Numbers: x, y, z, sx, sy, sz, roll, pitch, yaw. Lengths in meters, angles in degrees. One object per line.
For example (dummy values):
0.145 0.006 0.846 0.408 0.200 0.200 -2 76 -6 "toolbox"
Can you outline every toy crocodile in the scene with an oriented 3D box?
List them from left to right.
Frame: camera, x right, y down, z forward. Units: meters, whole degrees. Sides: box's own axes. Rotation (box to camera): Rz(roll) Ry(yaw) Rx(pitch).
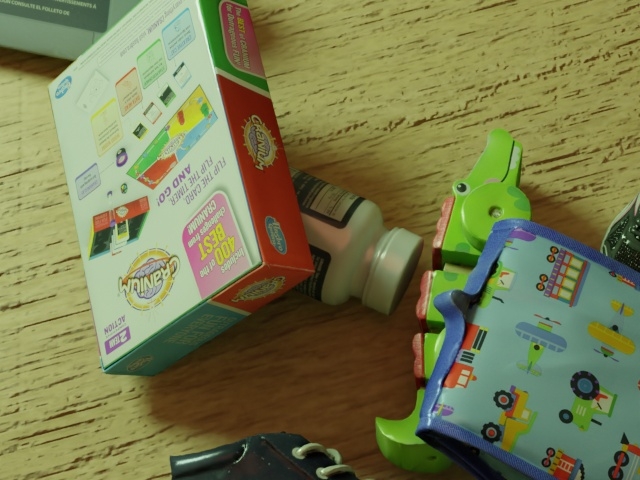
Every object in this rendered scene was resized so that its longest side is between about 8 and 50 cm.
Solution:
0.132 0.053 1.437 0.105 0.115 0.340 10 68 10 "toy crocodile"

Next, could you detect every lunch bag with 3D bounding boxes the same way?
0.222 0.126 1.322 0.293 0.138 0.221 33 62 -13 "lunch bag"

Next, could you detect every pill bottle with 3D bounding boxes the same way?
0.000 0.000 1.468 0.180 0.108 0.108 24 70 11 "pill bottle"

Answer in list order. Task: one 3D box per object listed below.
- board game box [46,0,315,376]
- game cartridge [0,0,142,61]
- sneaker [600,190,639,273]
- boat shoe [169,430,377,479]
-0.140 -0.064 1.443 0.064 0.242 0.316 9 59 -44 "board game box"
-0.298 -0.291 1.568 0.297 0.062 0.198 12 107 7 "game cartridge"
0.326 -0.035 1.489 0.072 0.077 0.178 26 71 13 "sneaker"
0.022 0.236 1.355 0.341 0.127 0.158 -9 74 -2 "boat shoe"
